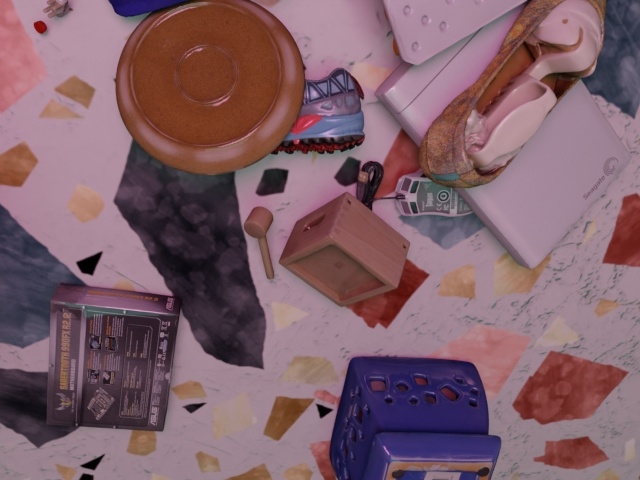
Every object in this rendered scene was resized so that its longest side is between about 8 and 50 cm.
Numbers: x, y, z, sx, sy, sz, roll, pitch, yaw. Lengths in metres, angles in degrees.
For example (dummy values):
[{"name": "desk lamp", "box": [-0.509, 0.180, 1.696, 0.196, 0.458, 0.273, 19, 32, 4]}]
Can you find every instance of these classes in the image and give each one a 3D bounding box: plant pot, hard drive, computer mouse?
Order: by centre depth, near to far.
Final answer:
[{"name": "plant pot", "box": [-0.137, -0.198, 0.707, 0.236, 0.032, 0.236, 0, 83, 1]}, {"name": "hard drive", "box": [0.269, -0.157, 0.813, 0.233, 0.047, 0.353, -47, 113, -3]}, {"name": "computer mouse", "box": [0.147, -0.068, 0.869, 0.193, 0.042, 0.106, -1, 110, -2]}, {"name": "plant pot", "box": [0.156, 0.349, 0.964, 0.236, 0.212, 0.236, 5, 114, -9]}]

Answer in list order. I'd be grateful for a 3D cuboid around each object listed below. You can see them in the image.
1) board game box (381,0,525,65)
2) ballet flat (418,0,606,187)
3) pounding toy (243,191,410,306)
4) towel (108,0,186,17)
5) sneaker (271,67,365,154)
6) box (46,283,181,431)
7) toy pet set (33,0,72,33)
[{"name": "board game box", "box": [0.181, -0.456, 0.622, 0.390, 0.050, 0.390, -33, 122, -9]}, {"name": "ballet flat", "box": [0.264, -0.200, 0.714, 0.123, 0.123, 0.348, 43, 87, -22]}, {"name": "pounding toy", "box": [-0.010, 0.000, 0.843, 0.206, 0.094, 0.181, 37, 143, -21]}, {"name": "towel", "box": [-0.171, -0.399, 0.591, 0.228, 0.076, 0.308, -10, 139, 7]}, {"name": "sneaker", "box": [-0.073, -0.179, 0.772, 0.262, 0.104, 0.125, 0, 86, -1]}, {"name": "box", "box": [-0.323, 0.188, 0.908, 0.183, 0.056, 0.231, 8, 113, -11]}, {"name": "toy pet set", "box": [-0.334, -0.332, 0.683, 0.114, 0.065, 0.122, -22, 118, 41]}]
